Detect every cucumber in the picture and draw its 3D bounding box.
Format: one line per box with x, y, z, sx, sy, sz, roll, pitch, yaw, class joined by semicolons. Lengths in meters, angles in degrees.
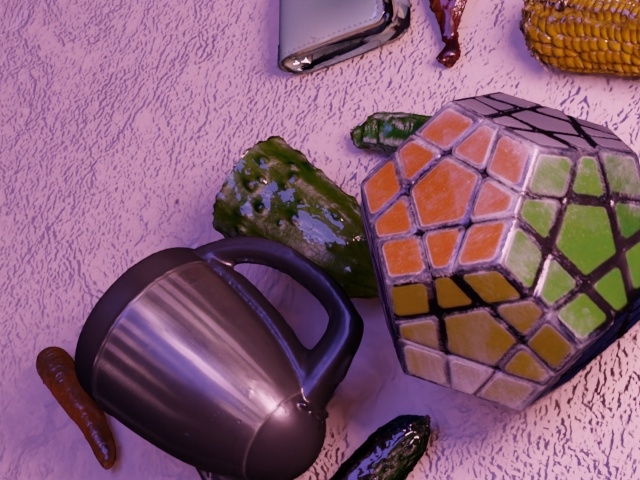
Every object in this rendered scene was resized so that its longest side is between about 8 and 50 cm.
0.001;-0.003;1.961;0.244;0.134;0.134;38;90;28;cucumber
0.029;0.272;1.842;0.245;0.067;0.067;-51;50;-2;cucumber

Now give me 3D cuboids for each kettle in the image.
-0.090;0.148;1.913;0.251;0.207;0.271;-39;56;-21;kettle

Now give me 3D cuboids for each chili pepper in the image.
0.117;-0.103;1.975;0.227;0.059;0.088;12;87;41;chili pepper

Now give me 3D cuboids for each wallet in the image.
0.023;-0.335;2.140;0.176;0.075;0.250;-17;60;30;wallet

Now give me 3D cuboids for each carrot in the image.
-0.284;0.198;2.100;0.047;0.047;0.191;-44;55;7;carrot

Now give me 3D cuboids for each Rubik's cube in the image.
0.184;0.007;1.735;0.319;0.319;0.264;-43;76;8;Rubik's cube

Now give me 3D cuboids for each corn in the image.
0.339;-0.226;1.846;0.318;0.115;0.115;11;74;42;corn

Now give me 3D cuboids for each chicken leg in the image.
0.168;-0.307;2.046;0.089;0.048;0.219;22;81;42;chicken leg
